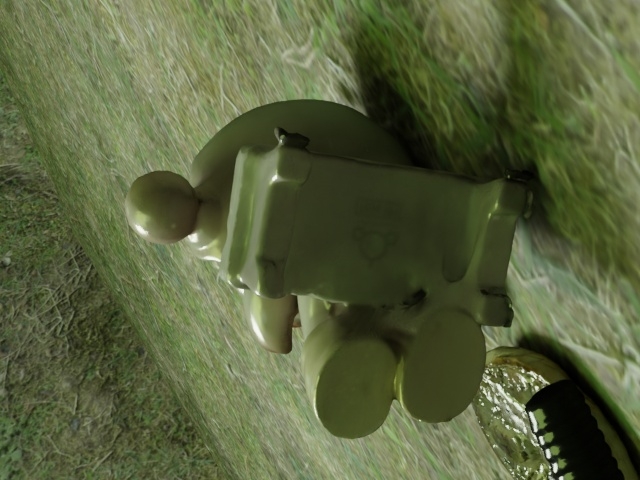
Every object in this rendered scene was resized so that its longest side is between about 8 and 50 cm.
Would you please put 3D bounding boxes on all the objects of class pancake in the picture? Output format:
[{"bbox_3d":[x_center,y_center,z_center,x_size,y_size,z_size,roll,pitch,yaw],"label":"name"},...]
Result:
[{"bbox_3d":[0.131,0.122,0.745,0.158,0.028,0.158,53,165,22],"label":"pancake"}]

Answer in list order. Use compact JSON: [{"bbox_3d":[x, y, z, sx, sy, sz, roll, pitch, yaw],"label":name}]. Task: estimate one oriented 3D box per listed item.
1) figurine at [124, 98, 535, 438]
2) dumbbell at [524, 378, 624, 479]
[{"bbox_3d":[-0.004,-0.010,0.716,0.256,0.182,0.145,-146,46,-69],"label":"figurine"},{"bbox_3d":[0.158,0.201,0.536,0.325,0.143,0.143,62,167,-4],"label":"dumbbell"}]
